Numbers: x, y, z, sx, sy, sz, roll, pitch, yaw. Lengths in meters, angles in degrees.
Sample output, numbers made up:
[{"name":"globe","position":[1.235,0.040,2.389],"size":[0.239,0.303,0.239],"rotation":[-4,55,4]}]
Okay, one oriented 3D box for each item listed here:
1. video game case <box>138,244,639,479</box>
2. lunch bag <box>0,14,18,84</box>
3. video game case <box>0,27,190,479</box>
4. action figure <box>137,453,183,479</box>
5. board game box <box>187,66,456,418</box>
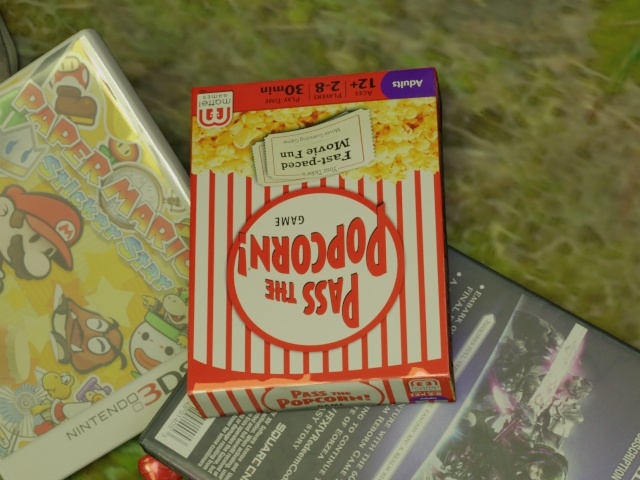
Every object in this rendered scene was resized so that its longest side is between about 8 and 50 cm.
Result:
[{"name":"video game case","position":[0.062,0.105,0.992],"size":[0.274,0.026,0.196],"rotation":[30,72,20]},{"name":"lunch bag","position":[-0.341,-0.167,1.101],"size":[0.169,0.235,0.287],"rotation":[-47,71,9]},{"name":"video game case","position":[-0.163,0.019,1.087],"size":[0.206,0.026,0.227],"rotation":[-31,93,15]},{"name":"action figure","position":[-0.009,0.247,1.000],"size":[0.139,0.091,0.280],"rotation":[-7,57,-21]},{"name":"board game box","position":[0.000,0.000,1.012],"size":[0.147,0.045,0.193],"rotation":[-5,65,7]}]
